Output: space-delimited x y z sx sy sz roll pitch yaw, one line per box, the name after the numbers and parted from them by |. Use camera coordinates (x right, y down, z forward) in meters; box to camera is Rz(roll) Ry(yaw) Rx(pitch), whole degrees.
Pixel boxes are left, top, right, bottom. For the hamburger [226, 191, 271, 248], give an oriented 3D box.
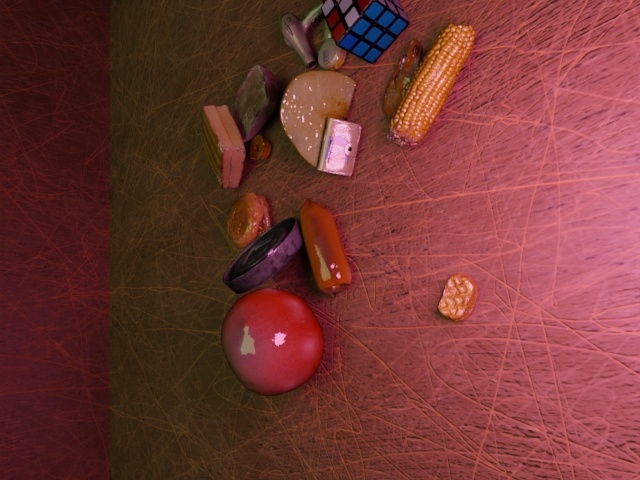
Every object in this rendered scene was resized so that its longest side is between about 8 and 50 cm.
-0.263 -0.069 1.616 0.213 0.108 0.214 -14 70 47 | hamburger

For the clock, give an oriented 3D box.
-0.179 0.046 1.402 0.312 0.313 0.061 -23 114 43 | clock

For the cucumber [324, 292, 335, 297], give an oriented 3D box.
0.016 0.113 1.348 0.033 0.034 0.135 -49 47 49 | cucumber

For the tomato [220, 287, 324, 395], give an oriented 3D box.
-0.150 0.298 1.296 0.321 0.321 0.322 -7 81 46 | tomato

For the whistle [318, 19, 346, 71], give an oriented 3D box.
0.032 -0.638 1.394 0.104 0.057 0.199 -11 79 45 | whistle

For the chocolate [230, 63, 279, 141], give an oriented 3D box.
-0.241 -0.504 1.635 0.303 0.100 0.185 -37 66 48 | chocolate

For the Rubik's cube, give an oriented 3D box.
0.123 -0.629 1.221 0.162 0.160 0.163 -37 60 38 | Rubik's cube

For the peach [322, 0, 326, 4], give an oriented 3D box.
0.072 -0.751 1.335 0.151 0.151 0.119 -6 126 46 | peach

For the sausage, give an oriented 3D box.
0.006 -0.002 1.319 0.112 0.112 0.329 -35 62 39 | sausage

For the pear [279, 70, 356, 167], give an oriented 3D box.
-0.043 -0.374 1.313 0.139 0.239 0.289 20 99 46 | pear

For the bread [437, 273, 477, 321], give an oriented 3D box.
0.320 0.133 1.014 0.083 0.044 0.111 27 103 43 | bread

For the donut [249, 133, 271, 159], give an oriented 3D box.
-0.227 -0.350 1.648 0.108 0.043 0.097 19 100 47 | donut

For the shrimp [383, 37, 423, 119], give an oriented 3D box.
0.220 -0.436 1.181 0.115 0.051 0.218 28 109 47 | shrimp

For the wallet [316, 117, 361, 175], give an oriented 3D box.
0.057 -0.275 1.293 0.039 0.110 0.155 -121 42 -76 | wallet

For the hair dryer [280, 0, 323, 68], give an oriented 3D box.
-0.029 -0.695 1.471 0.224 0.088 0.219 -11 84 30 | hair dryer

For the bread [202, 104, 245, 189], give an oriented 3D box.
-0.379 -0.358 1.710 0.246 0.110 0.239 64 155 25 | bread

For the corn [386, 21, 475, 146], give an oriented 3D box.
0.269 -0.377 1.079 0.115 0.115 0.318 45 118 39 | corn
